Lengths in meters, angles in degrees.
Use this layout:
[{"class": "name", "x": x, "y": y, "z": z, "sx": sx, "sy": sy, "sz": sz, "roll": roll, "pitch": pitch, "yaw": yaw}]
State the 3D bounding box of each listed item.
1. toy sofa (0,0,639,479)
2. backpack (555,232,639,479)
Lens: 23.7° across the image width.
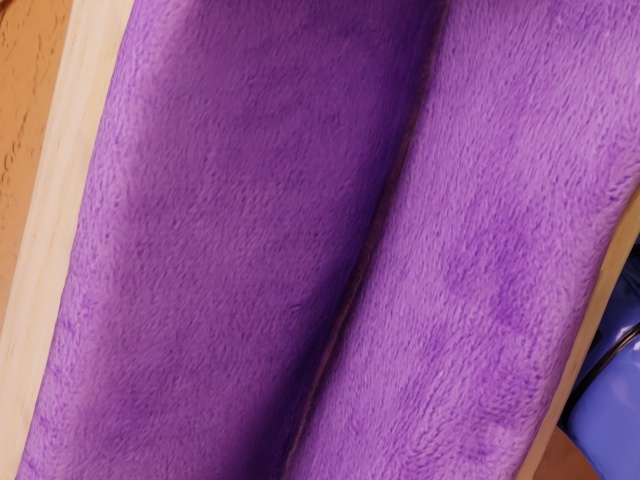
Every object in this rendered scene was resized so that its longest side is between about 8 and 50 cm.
[{"class": "toy sofa", "x": -0.019, "y": 0.036, "z": 0.532, "sx": 0.177, "sy": 0.150, "sz": 0.363, "roll": 44, "pitch": 127, "yaw": 39}, {"class": "backpack", "x": 0.126, "y": 0.039, "z": 0.559, "sx": 0.098, "sy": 0.101, "sz": 0.120, "roll": -53, "pitch": 52, "yaw": 24}]
